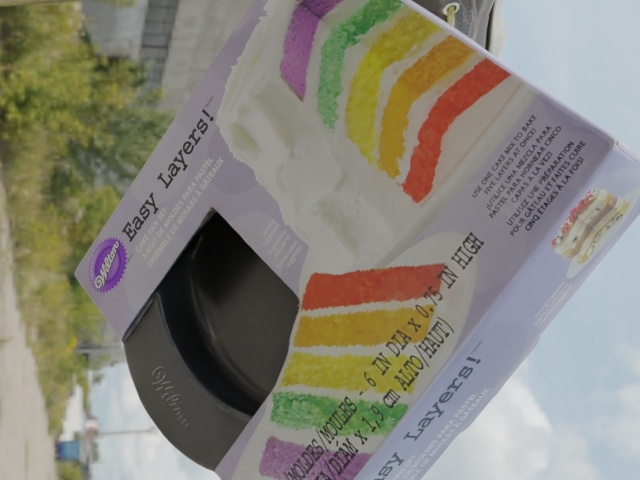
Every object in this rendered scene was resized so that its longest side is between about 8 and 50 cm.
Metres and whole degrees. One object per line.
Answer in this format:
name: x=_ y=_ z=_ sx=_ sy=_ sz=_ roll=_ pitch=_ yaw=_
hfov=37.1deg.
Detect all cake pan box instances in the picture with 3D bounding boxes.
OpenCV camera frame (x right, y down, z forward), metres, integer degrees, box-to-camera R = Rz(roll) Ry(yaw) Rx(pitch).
cake pan box: x=0.000 y=0.000 z=0.519 sx=0.267 sy=0.070 sz=0.246 roll=-53 pitch=-129 yaw=13

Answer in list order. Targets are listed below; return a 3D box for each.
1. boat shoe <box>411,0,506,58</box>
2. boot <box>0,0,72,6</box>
boat shoe: x=0.065 y=-0.181 z=0.671 sx=0.116 sy=0.097 sz=0.324 roll=39 pitch=-7 yaw=18
boot: x=-0.052 y=-0.191 z=0.279 sx=0.104 sy=0.295 sz=0.211 roll=-32 pitch=114 yaw=-77
